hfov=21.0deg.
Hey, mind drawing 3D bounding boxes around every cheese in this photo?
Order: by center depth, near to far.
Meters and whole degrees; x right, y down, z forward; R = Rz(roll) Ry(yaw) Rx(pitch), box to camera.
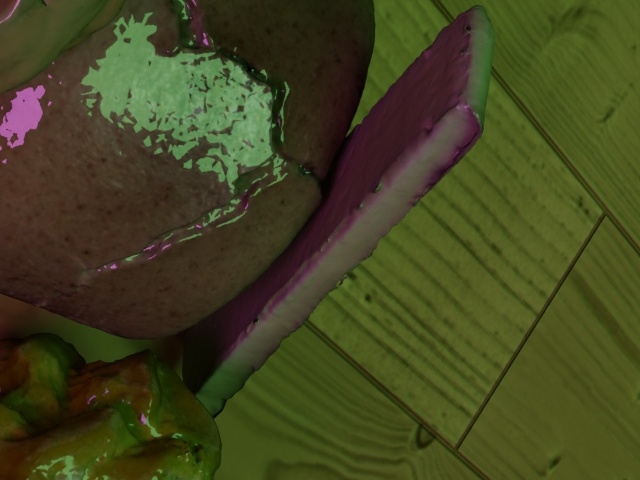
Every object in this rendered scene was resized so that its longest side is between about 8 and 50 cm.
[{"bbox_3d":[-0.002,-0.002,1.061,0.034,0.400,0.085,17,55,-21],"label":"cheese"}]

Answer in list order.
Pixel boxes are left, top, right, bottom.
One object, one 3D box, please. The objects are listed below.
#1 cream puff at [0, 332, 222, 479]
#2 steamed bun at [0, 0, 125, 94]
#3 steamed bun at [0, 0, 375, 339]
[{"bbox_3d":[-0.168,0.141,1.062,0.195,0.221,0.195,0,90,-76],"label":"cream puff"},{"bbox_3d":[-0.216,-0.236,0.832,0.325,0.230,0.372,8,109,-5],"label":"steamed bun"},{"bbox_3d":[-0.103,-0.089,1.014,0.251,0.199,0.301,31,85,-45],"label":"steamed bun"}]
